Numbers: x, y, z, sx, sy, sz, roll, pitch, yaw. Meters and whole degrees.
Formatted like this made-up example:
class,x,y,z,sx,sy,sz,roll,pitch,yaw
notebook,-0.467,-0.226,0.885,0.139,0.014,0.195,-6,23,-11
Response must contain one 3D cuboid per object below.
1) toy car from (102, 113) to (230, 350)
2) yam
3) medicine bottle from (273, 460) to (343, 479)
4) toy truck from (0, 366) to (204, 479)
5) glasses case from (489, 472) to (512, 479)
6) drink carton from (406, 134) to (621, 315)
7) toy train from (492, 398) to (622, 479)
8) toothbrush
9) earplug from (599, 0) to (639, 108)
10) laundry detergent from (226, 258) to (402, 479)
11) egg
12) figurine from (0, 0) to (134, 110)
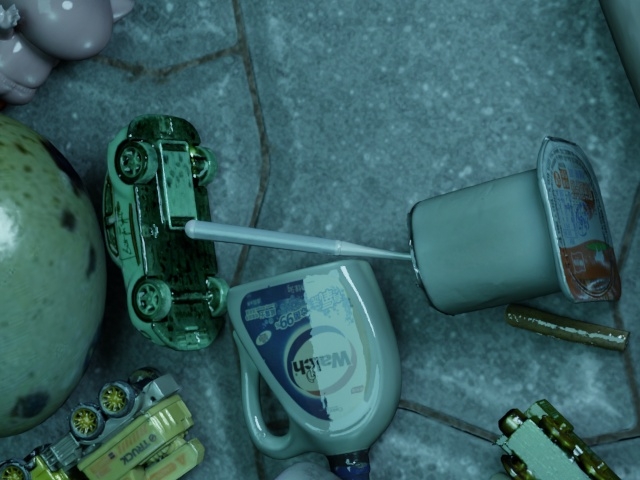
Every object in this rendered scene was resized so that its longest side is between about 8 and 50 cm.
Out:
class,x,y,z,sx,sy,sz,roll,pitch,yaw
toy car,-0.210,-0.007,1.802,0.125,0.136,0.306,-9,85,37
yam,0.287,0.103,1.632,0.145,0.032,0.032,12,92,23
medicine bottle,0.032,0.438,1.602,0.325,0.256,0.256,34,101,10
toy truck,-0.282,0.290,1.824,0.272,0.124,0.157,-38,84,14
glasses case,0.236,0.305,1.649,0.083,0.021,0.032,29,98,22
drink carton,0.220,-0.004,1.601,0.189,0.185,0.191,-16,83,33
toy train,0.291,0.275,1.568,0.090,0.137,0.225,-46,75,10
toothbrush,0.000,0.002,1.722,0.342,0.025,0.030,5,82,9
earplug,0.419,-0.341,1.455,0.312,0.312,0.394,-25,75,20
laundry detergent,-0.003,0.176,1.717,0.215,0.105,0.280,-13,84,22
egg,-0.441,0.040,1.785,0.345,0.345,0.428,-21,91,21
figurine,-0.398,-0.280,1.876,0.287,0.176,0.186,-47,48,19
